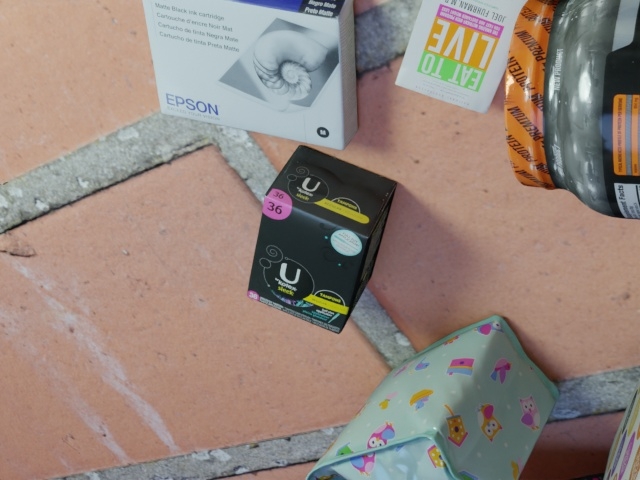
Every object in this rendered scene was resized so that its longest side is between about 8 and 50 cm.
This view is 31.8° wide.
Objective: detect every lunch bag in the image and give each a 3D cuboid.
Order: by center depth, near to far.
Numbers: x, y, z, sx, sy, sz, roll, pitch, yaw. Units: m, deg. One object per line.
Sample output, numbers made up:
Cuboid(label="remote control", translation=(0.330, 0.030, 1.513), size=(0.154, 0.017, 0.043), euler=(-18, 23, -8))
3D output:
Cuboid(label="lunch bag", translation=(0.114, 0.233, 1.305), size=(0.262, 0.223, 0.160), euler=(-28, 105, 43))

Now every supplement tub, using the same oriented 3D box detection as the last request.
Cuboid(label="supplement tub", translation=(0.331, -0.114, 0.886), size=(0.338, 0.207, 0.207), euler=(6, 131, 25))

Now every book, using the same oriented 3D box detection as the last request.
Cuboid(label="book", translation=(0.136, -0.194, 1.049), size=(0.096, 0.035, 0.144), euler=(21, 134, 5))

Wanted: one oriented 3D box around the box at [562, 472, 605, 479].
Cuboid(label="box", translation=(0.325, 0.380, 1.315), size=(0.271, 0.143, 0.165), euler=(-13, 126, 7))

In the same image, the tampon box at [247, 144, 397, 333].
Cuboid(label="tampon box", translation=(0.000, 0.000, 1.244), size=(0.121, 0.101, 0.161), euler=(21, 135, 9))

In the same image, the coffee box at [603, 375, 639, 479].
Cuboid(label="coffee box", translation=(0.445, 0.250, 1.027), size=(0.338, 0.337, 0.334), euler=(19, 127, 13))

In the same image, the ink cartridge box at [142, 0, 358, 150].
Cuboid(label="ink cartridge box", translation=(-0.073, -0.209, 1.135), size=(0.223, 0.045, 0.224), euler=(13, 133, 19))
